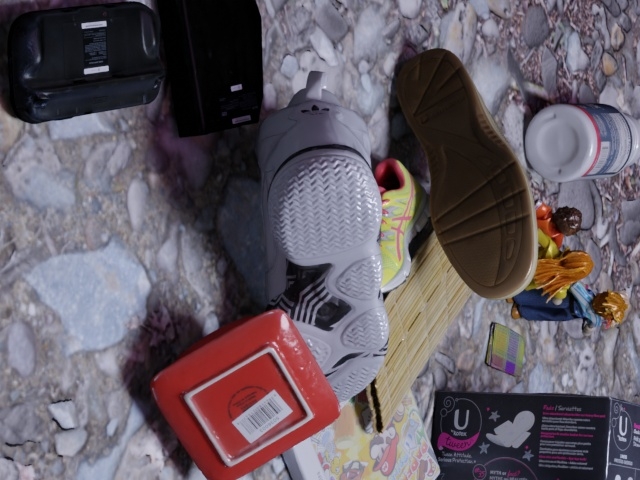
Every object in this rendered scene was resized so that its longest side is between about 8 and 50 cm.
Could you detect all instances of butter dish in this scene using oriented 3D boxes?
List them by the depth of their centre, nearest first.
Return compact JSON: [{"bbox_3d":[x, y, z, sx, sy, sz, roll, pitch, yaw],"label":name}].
[{"bbox_3d":[-0.086,0.144,1.806,0.160,0.118,0.160,-31,119,-3],"label":"butter dish"}]

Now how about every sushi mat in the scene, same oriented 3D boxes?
[{"bbox_3d":[0.118,0.083,2.095,0.316,0.019,0.151,-52,139,-50],"label":"sushi mat"}]

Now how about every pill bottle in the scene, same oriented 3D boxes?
[{"bbox_3d":[0.370,-0.136,2.417,0.180,0.108,0.108,-6,94,-53],"label":"pill bottle"}]

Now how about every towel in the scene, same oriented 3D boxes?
[{"bbox_3d":[0.246,0.145,2.322,0.083,0.009,0.060,25,68,-51],"label":"towel"}]

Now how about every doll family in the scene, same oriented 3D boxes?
[{"bbox_3d":[0.312,0.061,2.284,0.263,0.163,0.118,53,49,-37],"label":"doll family"}]

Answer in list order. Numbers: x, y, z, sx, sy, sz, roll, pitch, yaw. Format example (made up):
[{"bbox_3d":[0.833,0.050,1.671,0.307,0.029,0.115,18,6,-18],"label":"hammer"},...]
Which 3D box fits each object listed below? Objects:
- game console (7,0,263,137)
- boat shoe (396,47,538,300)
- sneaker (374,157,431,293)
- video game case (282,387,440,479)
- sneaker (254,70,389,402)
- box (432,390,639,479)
[{"bbox_3d":[-0.179,-0.202,1.749,0.361,0.044,0.213,-17,101,-53],"label":"game console"},{"bbox_3d":[0.190,-0.073,2.088,0.110,0.121,0.341,42,29,-56],"label":"boat shoe"},{"bbox_3d":[0.063,-0.015,2.036,0.094,0.081,0.208,61,34,-31],"label":"sneaker"},{"bbox_3d":[0.051,0.255,2.047,0.227,0.026,0.206,-45,124,-44],"label":"video game case"},{"bbox_3d":[0.000,0.000,1.881,0.210,0.137,0.366,-95,-175,-47],"label":"sneaker"},{"bbox_3d":[0.283,0.263,2.168,0.163,0.247,0.142,17,76,-52],"label":"box"}]
